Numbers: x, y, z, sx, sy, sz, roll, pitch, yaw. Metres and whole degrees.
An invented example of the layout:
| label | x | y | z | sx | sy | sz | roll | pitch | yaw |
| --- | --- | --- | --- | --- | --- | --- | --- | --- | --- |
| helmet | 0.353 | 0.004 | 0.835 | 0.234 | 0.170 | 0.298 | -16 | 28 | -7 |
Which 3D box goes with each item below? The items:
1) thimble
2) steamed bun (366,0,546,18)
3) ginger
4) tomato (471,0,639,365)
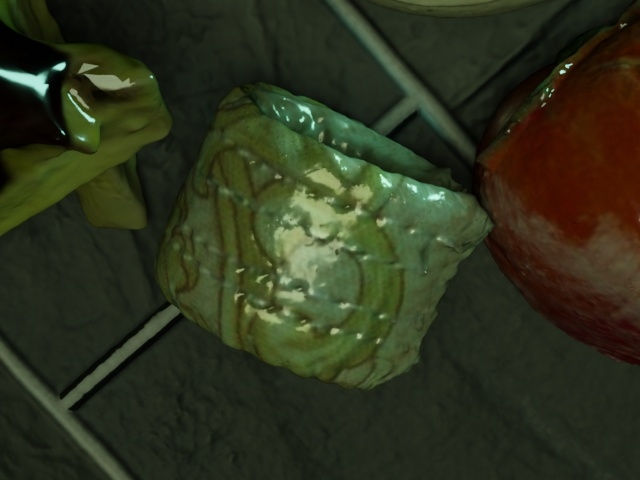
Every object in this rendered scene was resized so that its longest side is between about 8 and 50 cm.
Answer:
| label | x | y | z | sx | sy | sz | roll | pitch | yaw |
| --- | --- | --- | --- | --- | --- | --- | --- | --- | --- |
| thimble | 0.000 | 0.000 | 1.226 | 0.190 | 0.137 | 0.144 | 25 | 104 | 5 |
| steamed bun | 0.084 | -0.272 | 1.138 | 0.283 | 0.177 | 0.283 | 2 | 100 | 11 |
| ginger | -0.306 | -0.099 | 1.225 | 0.413 | 0.211 | 0.358 | 32 | 117 | 6 |
| tomato | 0.249 | -0.020 | 1.187 | 0.308 | 0.170 | 0.309 | 1 | 103 | 6 |
